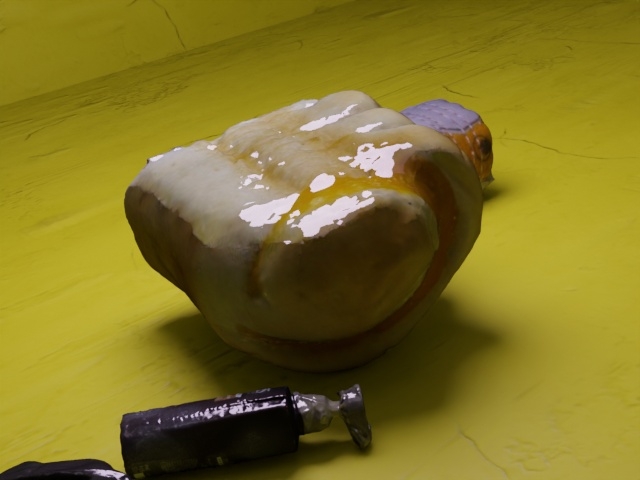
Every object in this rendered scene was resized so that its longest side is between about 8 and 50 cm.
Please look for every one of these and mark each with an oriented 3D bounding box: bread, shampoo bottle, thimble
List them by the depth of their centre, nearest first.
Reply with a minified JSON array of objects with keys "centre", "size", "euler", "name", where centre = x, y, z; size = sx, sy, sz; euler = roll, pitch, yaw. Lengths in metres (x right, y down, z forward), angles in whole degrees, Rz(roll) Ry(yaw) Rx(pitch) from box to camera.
[{"centre":[-0.062,0.160,0.869],"size":[0.208,0.063,0.057],"euler":[-10,12,1],"name":"shampoo bottle"},{"centre":[0.000,0.000,1.038],"size":[0.300,0.210,0.341],"euler":[-30,29,-20],"name":"bread"},{"centre":[0.142,-0.112,1.355],"size":[0.118,0.127,0.151],"euler":[-25,25,-32],"name":"thimble"}]

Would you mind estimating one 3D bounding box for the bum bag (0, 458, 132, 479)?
[{"centre":[-0.151,0.238,0.694],"size":[0.142,0.079,0.326],"euler":[-26,30,-20],"name":"bum bag"}]
